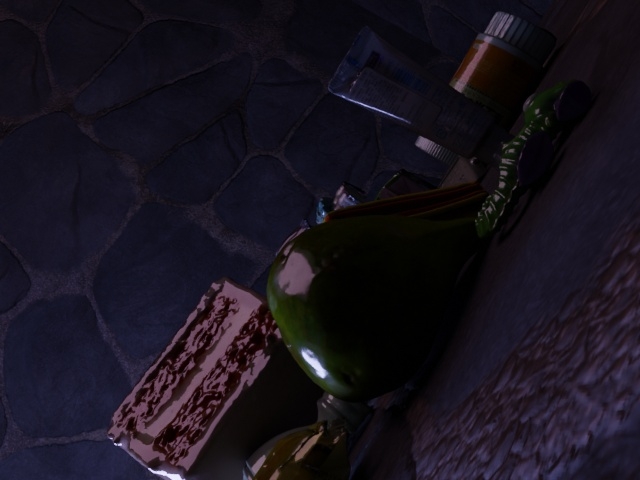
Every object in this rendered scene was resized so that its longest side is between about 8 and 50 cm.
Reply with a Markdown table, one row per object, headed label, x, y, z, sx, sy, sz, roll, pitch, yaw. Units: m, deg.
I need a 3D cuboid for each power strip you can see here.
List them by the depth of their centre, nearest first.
| label | x | y | z | sx | sy | sz | roll | pitch | yaw |
| --- | --- | --- | --- | --- | --- | --- | --- | --- | --- |
| power strip | 0.283 | -0.111 | 1.218 | 0.027 | 0.060 | 0.252 | -28 | -17 | -19 |

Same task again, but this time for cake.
| label | x | y | z | sx | sy | sz | roll | pitch | yaw |
| --- | --- | --- | --- | --- | --- | --- | --- | --- | --- |
| cake | -0.122 | 0.248 | 0.892 | 0.308 | 0.237 | 0.230 | -56 | -50 | -21 |

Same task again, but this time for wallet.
| label | x | y | z | sx | sy | sz | roll | pitch | yaw |
| --- | --- | --- | --- | --- | --- | --- | --- | --- | --- |
| wallet | 0.111 | -0.001 | 0.810 | 0.241 | 0.067 | 0.141 | -14 | -31 | -23 |

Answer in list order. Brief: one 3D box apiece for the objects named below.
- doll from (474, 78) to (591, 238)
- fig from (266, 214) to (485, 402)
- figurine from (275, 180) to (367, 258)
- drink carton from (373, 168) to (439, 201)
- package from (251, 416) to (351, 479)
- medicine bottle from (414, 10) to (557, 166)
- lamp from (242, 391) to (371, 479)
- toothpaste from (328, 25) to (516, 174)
| label | x | y | z | sx | sy | sz | roll | pitch | yaw |
| --- | --- | --- | --- | --- | --- | --- | --- | --- | --- |
| doll | 0.210 | -0.087 | 0.604 | 0.190 | 0.050 | 0.115 | -60 | -1 | -9 |
| fig | 0.079 | 0.042 | 0.651 | 0.275 | 0.206 | 0.206 | -34 | -10 | -10 |
| figurine | 0.000 | 0.000 | 1.174 | 0.245 | 0.110 | 0.138 | -54 | 21 | 23 |
| drink carton | 0.142 | 0.016 | 1.141 | 0.271 | 0.161 | 0.108 | -59 | -5 | 31 |
| package | -0.037 | 0.277 | 0.587 | 0.226 | 0.090 | 0.168 | -60 | -2 | -14 |
| medicine bottle | 0.346 | -0.305 | 1.239 | 0.318 | 0.158 | 0.158 | -60 | -5 | 15 |
| lamp | -0.018 | 0.268 | 0.745 | 0.193 | 0.106 | 0.106 | -50 | -7 | -14 |
| toothpaste | 0.164 | -0.204 | 0.895 | 0.114 | 0.299 | 0.073 | -58 | -5 | 7 |
